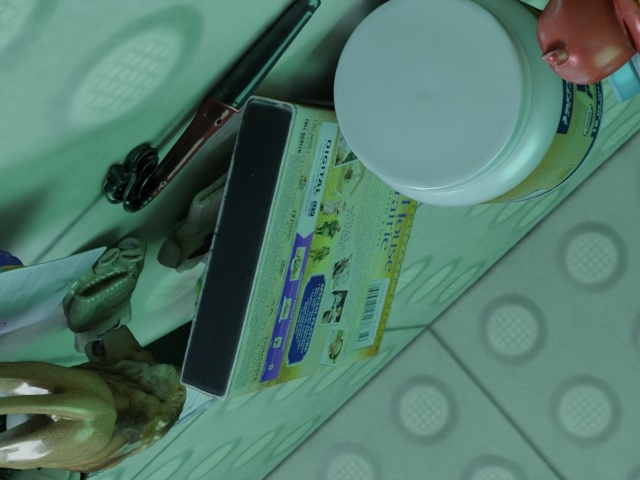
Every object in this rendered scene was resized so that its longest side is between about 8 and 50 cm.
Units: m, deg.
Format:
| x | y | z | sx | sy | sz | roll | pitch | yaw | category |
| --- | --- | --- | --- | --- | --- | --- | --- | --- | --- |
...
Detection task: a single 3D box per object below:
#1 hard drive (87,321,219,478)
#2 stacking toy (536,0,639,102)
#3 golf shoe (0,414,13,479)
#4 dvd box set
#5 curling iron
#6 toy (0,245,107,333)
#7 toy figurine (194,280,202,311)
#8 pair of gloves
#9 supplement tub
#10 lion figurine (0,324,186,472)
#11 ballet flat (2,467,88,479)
| x | y | z | sx | sy | sz | roll | pitch | yaw | category |
| --- | --- | --- | --- | --- | --- | --- | --- | --- | --- |
| -0.183 | 0.186 | 1.976 | 0.339 | 0.064 | 0.237 | -30 | 163 | -41 | hard drive |
| 0.259 | -0.270 | 1.410 | 0.130 | 0.279 | 0.309 | -24 | 173 | 14 | stacking toy |
| -0.438 | 0.261 | 1.506 | 0.273 | 0.105 | 0.120 | -36 | -172 | -19 | golf shoe |
| 0.000 | 0.000 | 1.595 | 0.420 | 0.062 | 0.307 | -7 | 112 | -66 | dvd box set |
| -0.096 | -0.122 | 1.312 | 0.274 | 0.035 | 0.068 | -43 | 166 | 9 | curling iron |
| -0.312 | 0.046 | 1.206 | 0.237 | 0.056 | 0.137 | -20 | 164 | -42 | toy |
| -0.069 | 0.102 | 1.792 | 0.159 | 0.130 | 0.173 | -10 | -179 | -11 | toy figurine |
| -0.175 | 0.015 | 1.514 | 0.240 | 0.042 | 0.204 | -37 | 168 | -15 | pair of gloves |
| 0.161 | -0.150 | 1.513 | 0.228 | 0.228 | 0.316 | -46 | 166 | 18 | supplement tub |
| -0.247 | 0.163 | 1.336 | 0.240 | 0.142 | 0.392 | -1 | -179 | -5 | lion figurine |
| -0.311 | 0.266 | 1.597 | 0.123 | 0.123 | 0.348 | -42 | -167 | 6 | ballet flat |
